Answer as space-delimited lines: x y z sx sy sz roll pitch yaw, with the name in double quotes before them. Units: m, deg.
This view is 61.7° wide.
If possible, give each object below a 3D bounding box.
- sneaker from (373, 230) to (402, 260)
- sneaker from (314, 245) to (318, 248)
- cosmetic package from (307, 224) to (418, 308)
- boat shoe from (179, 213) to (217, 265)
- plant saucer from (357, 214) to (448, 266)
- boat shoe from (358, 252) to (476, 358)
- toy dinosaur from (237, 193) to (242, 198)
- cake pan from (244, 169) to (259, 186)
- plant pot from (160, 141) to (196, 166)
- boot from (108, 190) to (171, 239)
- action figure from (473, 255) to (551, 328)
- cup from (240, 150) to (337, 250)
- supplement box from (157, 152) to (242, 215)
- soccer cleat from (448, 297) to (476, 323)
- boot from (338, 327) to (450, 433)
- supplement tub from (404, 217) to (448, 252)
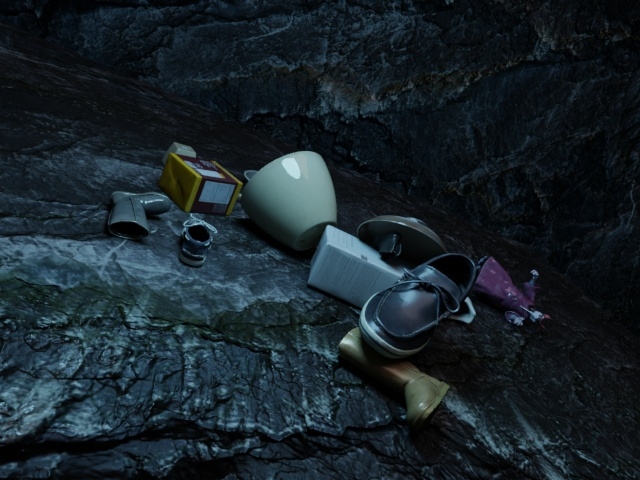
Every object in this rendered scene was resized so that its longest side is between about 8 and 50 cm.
"sneaker" 0.202 0.023 1.667 0.051 0.089 0.170 31 -23 -16
"sneaker" 0.000 0.000 1.953 0.098 0.069 0.038 17 20 -25
"cosmetic package" 0.164 0.118 1.702 0.385 0.156 0.217 23 17 -6
"boat shoe" -0.347 -0.015 1.512 0.095 0.079 0.254 22 18 -11
"plant saucer" 0.272 0.006 1.736 0.311 0.050 0.310 22 -23 10
"boat shoe" 0.270 0.150 1.413 0.187 0.156 0.500 42 36 21
"toy dinosaur" -0.250 -0.174 2.083 0.183 0.053 0.092 -20 64 -44
"cake pan" -0.201 -0.215 2.314 0.293 0.054 0.293 23 18 -8
"plant pot" -0.541 -0.318 2.078 0.109 0.096 0.109 12 21 -36
"boot" -0.494 -0.071 1.483 0.190 0.076 0.208 -1 21 -26
"action figure" 0.777 0.246 2.234 0.370 0.248 0.275 42 -22 11
"cup" -0.075 -0.106 1.834 0.331 0.331 0.237 1 51 -52
"supplement box" -0.413 -0.191 1.840 0.194 0.129 0.191 4 27 -49
"soccer cleat" 0.398 0.193 1.867 0.331 0.116 0.143 21 18 -14
"boot" 0.152 0.319 1.251 0.270 0.089 0.236 31 10 19
"supplement tub" 0.373 0.057 2.071 0.207 0.207 0.338 21 17 -14
